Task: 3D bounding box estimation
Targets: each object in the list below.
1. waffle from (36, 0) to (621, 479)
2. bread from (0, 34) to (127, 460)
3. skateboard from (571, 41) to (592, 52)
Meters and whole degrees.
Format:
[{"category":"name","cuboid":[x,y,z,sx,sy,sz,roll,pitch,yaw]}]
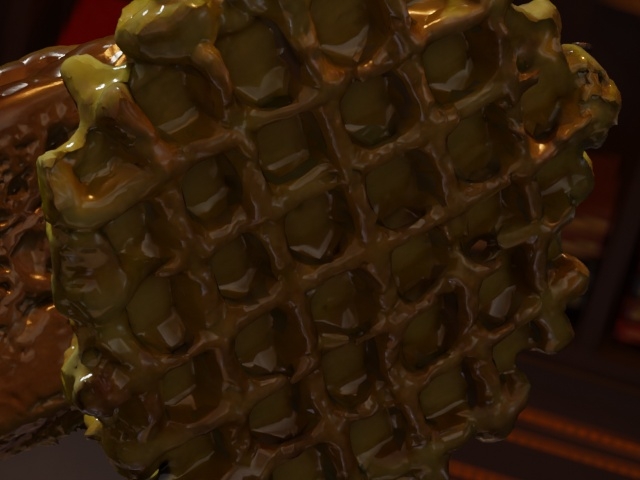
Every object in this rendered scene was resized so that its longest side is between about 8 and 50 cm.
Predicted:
[{"category":"waffle","cuboid":[0.004,-0.003,0.535,0.038,0.191,0.191,43,124,53]},{"category":"bread","cuboid":[-0.212,0.045,0.898,0.109,0.380,0.185,-2,111,64]},{"category":"skateboard","cuboid":[0.133,-0.102,1.184,0.083,0.064,0.032,17,-101,-81]}]
